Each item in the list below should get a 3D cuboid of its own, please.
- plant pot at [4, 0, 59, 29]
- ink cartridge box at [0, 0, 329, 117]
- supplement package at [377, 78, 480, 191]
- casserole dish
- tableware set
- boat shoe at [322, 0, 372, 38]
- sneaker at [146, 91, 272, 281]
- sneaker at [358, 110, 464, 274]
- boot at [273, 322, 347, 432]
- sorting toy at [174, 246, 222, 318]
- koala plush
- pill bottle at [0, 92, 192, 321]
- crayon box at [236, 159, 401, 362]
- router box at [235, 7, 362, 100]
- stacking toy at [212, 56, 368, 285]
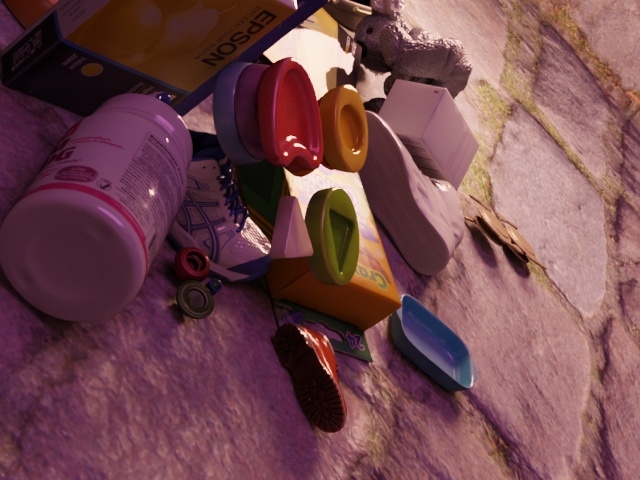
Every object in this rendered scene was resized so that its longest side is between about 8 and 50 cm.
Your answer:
[{"bbox_3d":[-0.295,-0.371,1.781,0.205,0.188,0.205,38,31,-28],"label":"plant pot"},{"bbox_3d":[-0.186,-0.246,1.684,0.307,0.303,0.072,20,45,-46],"label":"ink cartridge box"},{"bbox_3d":[0.183,-0.180,2.314,0.105,0.105,0.179,-61,144,-17],"label":"supplement package"},{"bbox_3d":[0.168,0.162,2.062,0.188,0.037,0.114,39,31,-24],"label":"casserole dish"},{"bbox_3d":[0.342,-0.002,2.528,0.194,0.039,0.128,29,24,-49],"label":"tableware set"},{"bbox_3d":[-0.011,-0.478,2.457,0.305,0.091,0.109,30,35,-39],"label":"boat shoe"},{"bbox_3d":[-0.150,-0.064,1.721,0.296,0.131,0.112,41,28,-25],"label":"sneaker"},{"bbox_3d":[0.141,-0.094,2.254,0.292,0.108,0.169,62,25,-6],"label":"sneaker"},{"bbox_3d":[0.004,0.180,1.765,0.084,0.059,0.158,16,44,-57],"label":"boot"},{"bbox_3d":[-0.159,0.059,1.672,0.061,0.042,0.102,16,56,-29],"label":"sorting toy"},{"bbox_3d":[0.138,-0.333,2.420,0.203,0.196,0.221,-13,42,-31],"label":"koala plush"},{"bbox_3d":[-0.242,-0.048,1.522,0.160,0.160,0.283,45,28,-16],"label":"pill bottle"},{"bbox_3d":[0.000,0.000,1.934,0.203,0.083,0.323,23,40,-44],"label":"crayon box"},{"bbox_3d":[-0.050,-0.306,2.210,0.243,0.081,0.309,42,29,-22],"label":"router box"},{"bbox_3d":[-0.053,-0.085,1.756,0.309,0.130,0.279,22,67,-64],"label":"stacking toy"}]
